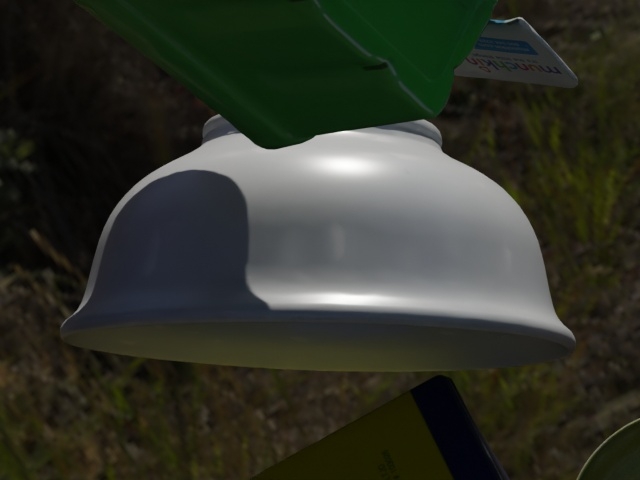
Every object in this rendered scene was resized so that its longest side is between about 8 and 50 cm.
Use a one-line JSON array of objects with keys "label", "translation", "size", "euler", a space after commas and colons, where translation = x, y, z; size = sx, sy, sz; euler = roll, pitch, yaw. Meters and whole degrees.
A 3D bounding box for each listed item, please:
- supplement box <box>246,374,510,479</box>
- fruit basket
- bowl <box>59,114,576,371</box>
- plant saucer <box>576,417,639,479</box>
[{"label": "supplement box", "translation": [-0.013, 0.280, 0.997], "size": [0.356, 0.194, 0.195], "euler": [-29, 46, 3]}, {"label": "fruit basket", "translation": [-0.092, -0.178, 0.720], "size": [0.353, 0.327, 0.165], "euler": [24, 81, 46]}, {"label": "bowl", "translation": [0.000, 0.000, 0.946], "size": [0.298, 0.298, 0.134], "euler": [-6, 77, 40]}, {"label": "plant saucer", "translation": [0.342, 0.273, 1.464], "size": [0.241, 0.241, 0.037], "euler": [-34, -18, -7]}]
